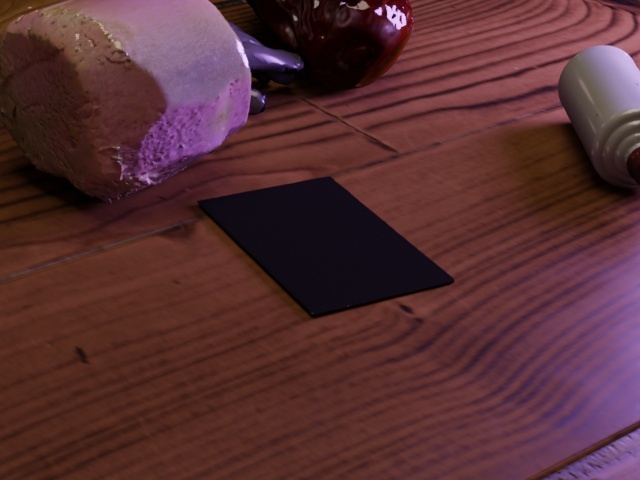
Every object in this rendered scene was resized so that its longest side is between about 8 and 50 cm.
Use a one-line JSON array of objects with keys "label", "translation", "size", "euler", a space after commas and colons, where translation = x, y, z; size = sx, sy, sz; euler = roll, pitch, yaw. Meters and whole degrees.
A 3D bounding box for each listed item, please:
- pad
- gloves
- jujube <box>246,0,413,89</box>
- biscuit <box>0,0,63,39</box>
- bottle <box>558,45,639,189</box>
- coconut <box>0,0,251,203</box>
[{"label": "pad", "translation": [0.000, 0.000, 1.566], "size": [0.170, 0.006, 0.245], "euler": [-12, 34, -29]}, {"label": "gloves", "translation": [-0.160, -0.207, 1.827], "size": [0.286, 0.119, 0.142], "euler": [-1, 61, -17]}, {"label": "jujube", "translation": [0.015, -0.326, 1.972], "size": [0.216, 0.216, 0.342], "euler": [-2, 36, -13]}, {"label": "biscuit", "translation": [-0.367, -0.268, 1.851], "size": [0.269, 0.051, 0.376], "euler": [-23, 25, -11]}, {"label": "bottle", "translation": [0.347, -0.132, 1.756], "size": [0.104, 0.104, 0.245], "euler": [2, 29, -6]}, {"label": "coconut", "translation": [-0.197, -0.167, 1.629], "size": [0.233, 0.233, 0.245], "euler": [26, 36, 33]}]
